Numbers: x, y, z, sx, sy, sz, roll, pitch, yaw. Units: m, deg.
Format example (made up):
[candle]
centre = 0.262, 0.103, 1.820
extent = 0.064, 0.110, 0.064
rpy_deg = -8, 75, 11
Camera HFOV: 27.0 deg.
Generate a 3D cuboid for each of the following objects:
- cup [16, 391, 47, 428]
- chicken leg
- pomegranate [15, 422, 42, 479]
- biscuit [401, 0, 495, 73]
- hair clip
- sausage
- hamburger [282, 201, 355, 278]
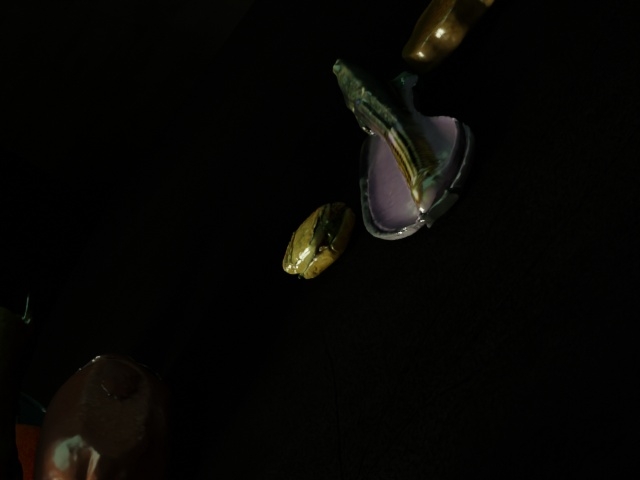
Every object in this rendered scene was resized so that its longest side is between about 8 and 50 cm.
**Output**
[cup]
centre = -0.442, 0.369, 1.819
extent = 0.289, 0.219, 0.258
rpy_deg = 36, 95, 47
[chicken leg]
centre = -0.375, 0.245, 1.437
extent = 0.201, 0.152, 0.429
rpy_deg = 126, 151, -52
[pomegranate]
centre = -0.391, 0.318, 1.589
extent = 0.221, 0.256, 0.221
rpy_deg = -168, 90, -69
[biscuit]
centre = 0.178, -0.292, 1.318
extent = 0.295, 0.044, 0.186
rpy_deg = -57, 10, 2
[hair clip]
centre = 0.070, -0.085, 1.223
extent = 0.110, 0.096, 0.359
rpy_deg = -23, 27, 2
[sausage]
centre = -0.231, 0.222, 1.445
extent = 0.152, 0.152, 0.280
rpy_deg = -55, 14, 15
[hamburger]
centre = 0.000, 0.000, 1.311
extent = 0.083, 0.044, 0.076
rpy_deg = -46, 20, 52
